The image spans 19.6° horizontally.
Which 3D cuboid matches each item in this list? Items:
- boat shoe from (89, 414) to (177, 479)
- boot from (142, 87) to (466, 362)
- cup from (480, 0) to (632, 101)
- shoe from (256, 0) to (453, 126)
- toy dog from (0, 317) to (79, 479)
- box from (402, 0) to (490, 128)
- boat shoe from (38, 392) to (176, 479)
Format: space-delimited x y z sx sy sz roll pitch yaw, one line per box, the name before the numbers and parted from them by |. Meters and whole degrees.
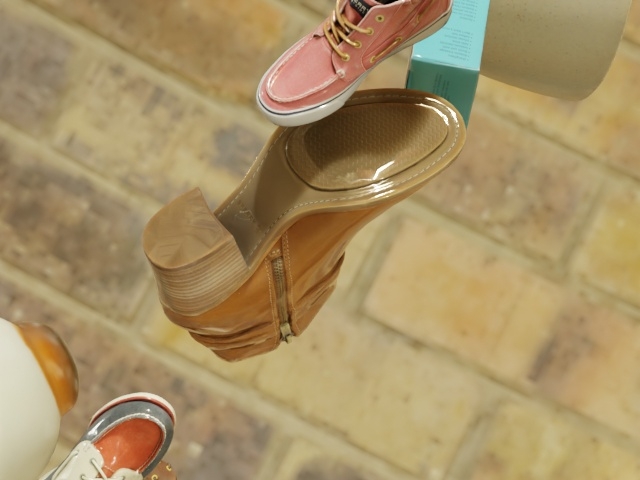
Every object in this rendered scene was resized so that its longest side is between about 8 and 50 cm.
boat shoe | -0.183 0.251 1.947 0.178 0.060 0.064 61 -19 -8
boot | 0.000 0.000 1.542 0.109 0.283 0.220 56 -5 28
cup | 0.180 -0.323 2.018 0.236 0.331 0.331 2 -12 -10
shoe | 0.023 -0.161 1.404 0.063 0.178 0.081 51 -10 24
toy dog | -0.328 0.256 1.542 0.284 0.408 0.395 -2 -2 -27
box | 0.115 -0.198 1.640 0.060 0.244 0.101 11 -43 1
boat shoe | -0.136 0.142 1.111 0.049 0.043 0.137 41 -60 -14
